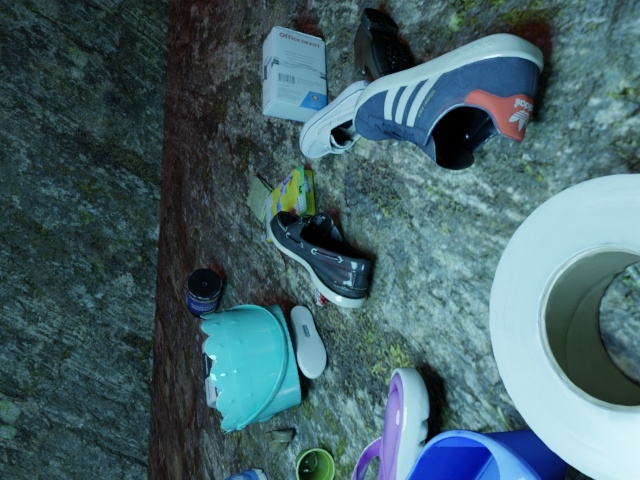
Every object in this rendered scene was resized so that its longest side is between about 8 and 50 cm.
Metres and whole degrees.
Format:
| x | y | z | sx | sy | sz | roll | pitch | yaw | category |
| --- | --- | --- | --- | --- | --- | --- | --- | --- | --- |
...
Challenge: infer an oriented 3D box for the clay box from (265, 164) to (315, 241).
| x | y | z | sx | sy | sz | roll | pitch | yaw | category |
| --- | --- | --- | --- | --- | --- | --- | --- | --- | --- |
| -0.073 | -0.089 | 1.238 | 0.222 | 0.053 | 0.128 | -32 | 58 | 54 | clay box |

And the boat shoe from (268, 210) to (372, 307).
| x | y | z | sx | sy | sz | roll | pitch | yaw | category |
| --- | --- | --- | --- | --- | --- | --- | --- | --- | --- |
| -0.003 | 0.000 | 1.020 | 0.340 | 0.127 | 0.113 | 49 | 127 | 51 | boat shoe |

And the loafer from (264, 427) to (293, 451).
| x | y | z | sx | sy | sz | roll | pitch | yaw | category |
| --- | --- | --- | --- | --- | --- | --- | --- | --- | --- |
| -0.100 | 0.492 | 1.202 | 0.148 | 0.056 | 0.050 | 128 | 137 | -60 | loafer |

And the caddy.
| x | y | z | sx | sy | sz | roll | pitch | yaw | category |
| --- | --- | --- | --- | --- | --- | --- | --- | --- | --- |
| 0.186 | 0.375 | 0.560 | 0.241 | 0.179 | 0.342 | 53 | 131 | 50 | caddy |

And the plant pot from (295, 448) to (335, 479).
| x | y | z | sx | sy | sz | roll | pitch | yaw | category |
| --- | --- | --- | --- | --- | --- | --- | --- | --- | --- |
| -0.021 | 0.479 | 1.040 | 0.079 | 0.083 | 0.084 | 149 | 122 | -70 | plant pot |

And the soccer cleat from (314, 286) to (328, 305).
| x | y | z | sx | sy | sz | roll | pitch | yaw | category |
| --- | --- | --- | --- | --- | --- | --- | --- | --- | --- |
| 0.000 | 0.106 | 1.100 | 0.035 | 0.029 | 0.084 | -16 | 76 | 55 | soccer cleat |

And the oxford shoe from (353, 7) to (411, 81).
| x | y | z | sx | sy | sz | roll | pitch | yaw | category |
| --- | --- | --- | --- | --- | --- | --- | --- | --- | --- |
| 0.110 | -0.336 | 0.917 | 0.096 | 0.082 | 0.227 | 120 | 154 | -44 | oxford shoe |

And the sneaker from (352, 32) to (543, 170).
| x | y | z | sx | sy | sz | roll | pitch | yaw | category |
| --- | --- | --- | --- | --- | --- | --- | --- | --- | --- |
| 0.160 | -0.173 | 0.737 | 0.350 | 0.131 | 0.148 | -6 | 76 | 61 | sneaker |

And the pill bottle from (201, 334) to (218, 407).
| x | y | z | sx | sy | sz | roll | pitch | yaw | category |
| --- | --- | --- | --- | --- | --- | --- | --- | --- | --- |
| -0.293 | 0.372 | 1.493 | 0.130 | 0.130 | 0.246 | -52 | 43 | 45 | pill bottle |

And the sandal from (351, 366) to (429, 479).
| x | y | z | sx | sy | sz | roll | pitch | yaw | category |
| --- | --- | --- | --- | --- | --- | --- | --- | --- | --- |
| 0.086 | 0.398 | 0.772 | 0.169 | 0.102 | 0.417 | -131 | 49 | -87 | sandal |

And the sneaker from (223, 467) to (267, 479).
| x | y | z | sx | sy | sz | roll | pitch | yaw | category |
| --- | --- | --- | --- | --- | --- | --- | --- | --- | --- |
| -0.191 | 0.758 | 1.230 | 0.130 | 0.147 | 0.330 | -61 | 38 | 38 | sneaker |

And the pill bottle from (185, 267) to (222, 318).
| x | y | z | sx | sy | sz | roll | pitch | yaw | category |
| --- | --- | --- | --- | --- | --- | --- | --- | --- | --- |
| -0.418 | 0.196 | 1.740 | 0.219 | 0.122 | 0.123 | 116 | 148 | -57 | pill bottle |

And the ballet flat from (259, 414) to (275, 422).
| x | y | z | sx | sy | sz | roll | pitch | yaw | category |
| --- | --- | --- | --- | --- | --- | --- | --- | --- | --- |
| -0.147 | 0.350 | 1.300 | 0.087 | 0.083 | 0.248 | -28 | 58 | 29 | ballet flat |

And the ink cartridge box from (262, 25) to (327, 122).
| x | y | z | sx | sy | sz | roll | pitch | yaw | category |
| --- | --- | --- | --- | --- | --- | --- | --- | --- | --- |
| -0.063 | -0.393 | 1.172 | 0.082 | 0.139 | 0.191 | -26 | 63 | 60 | ink cartridge box |

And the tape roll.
| x | y | z | sx | sy | sz | roll | pitch | yaw | category |
| --- | --- | --- | --- | --- | --- | --- | --- | --- | --- |
| 0.305 | 0.081 | 0.467 | 0.286 | 0.100 | 0.287 | -17 | 71 | 60 | tape roll |

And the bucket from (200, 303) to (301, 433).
| x | y | z | sx | sy | sz | roll | pitch | yaw | category |
| --- | --- | --- | --- | --- | --- | --- | --- | --- | --- |
| -0.162 | 0.282 | 1.131 | 0.281 | 0.182 | 0.282 | 168 | 90 | -77 | bucket |

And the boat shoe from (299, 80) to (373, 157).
| x | y | z | sx | sy | sz | roll | pitch | yaw | category |
| --- | --- | --- | --- | --- | --- | --- | --- | --- | --- |
| 0.032 | -0.227 | 1.021 | 0.258 | 0.095 | 0.084 | -37 | 50 | 55 | boat shoe |

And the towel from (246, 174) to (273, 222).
| x | y | z | sx | sy | sz | roll | pitch | yaw | category |
| --- | --- | --- | --- | --- | --- | --- | --- | --- | --- |
| -0.185 | -0.130 | 1.477 | 0.148 | 0.027 | 0.110 | 48 | 126 | 53 | towel |

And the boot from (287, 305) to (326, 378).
| x | y | z | sx | sy | sz | roll | pitch | yaw | category |
| --- | --- | --- | --- | --- | --- | --- | --- | --- | --- |
| -0.037 | 0.248 | 1.120 | 0.190 | 0.069 | 0.086 | -105 | 26 | -46 | boot |
